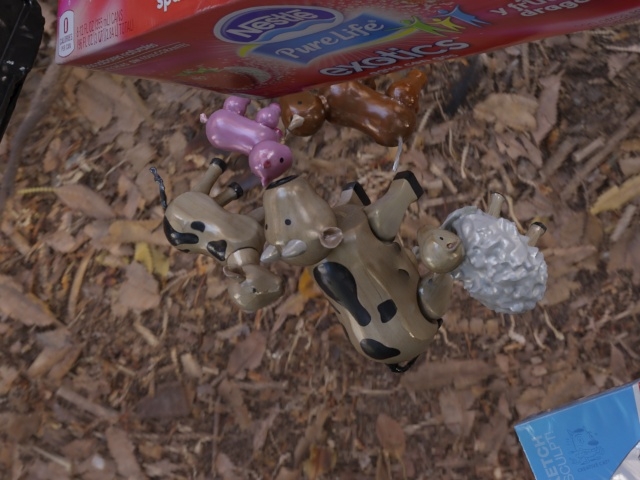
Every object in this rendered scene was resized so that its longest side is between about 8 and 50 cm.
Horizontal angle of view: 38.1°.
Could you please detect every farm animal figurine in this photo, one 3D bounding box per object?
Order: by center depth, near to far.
[{"bbox_3d":[0.000,0.000,0.880,0.327,0.172,0.330,45,141,-10],"label":"farm animal figurine"}]

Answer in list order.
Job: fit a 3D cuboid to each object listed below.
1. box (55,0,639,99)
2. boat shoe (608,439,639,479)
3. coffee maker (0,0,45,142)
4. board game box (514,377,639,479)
[{"bbox_3d":[0.005,-0.142,0.377,0.256,0.122,0.128,-2,86,47],"label":"box"},{"bbox_3d":[0.253,0.212,0.636,0.113,0.105,0.306,-35,149,-14],"label":"boat shoe"},{"bbox_3d":[-0.221,-0.067,0.518,0.120,0.171,0.178,39,135,-3],"label":"coffee maker"},{"bbox_3d":[0.380,0.303,0.981,0.242,0.064,0.317,-28,78,30],"label":"board game box"}]
